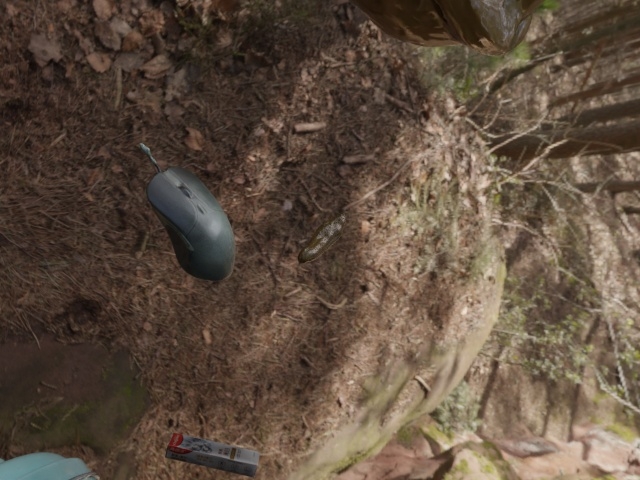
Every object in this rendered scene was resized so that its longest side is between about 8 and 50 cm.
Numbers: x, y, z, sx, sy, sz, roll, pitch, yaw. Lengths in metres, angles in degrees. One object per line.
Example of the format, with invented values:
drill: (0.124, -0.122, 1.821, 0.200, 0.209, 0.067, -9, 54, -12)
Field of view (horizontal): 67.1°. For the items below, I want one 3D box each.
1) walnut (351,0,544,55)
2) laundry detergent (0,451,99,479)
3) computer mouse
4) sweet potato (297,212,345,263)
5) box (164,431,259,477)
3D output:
walnut: (0.159, -0.428, 0.569, 0.384, 0.384, 0.383, -2, 93, -36)
laundry detergent: (-0.262, 0.358, 0.385, 0.287, 0.287, 0.305, -38, 76, -29)
computer mouse: (-0.312, -0.072, 1.153, 0.379, 0.090, 0.167, 59, 42, -15)
sweet potato: (0.000, 0.002, 1.109, 0.182, 0.054, 0.053, -48, 136, -39)
box: (-0.257, 0.514, 1.157, 0.218, 0.055, 0.039, 15, 101, -5)
